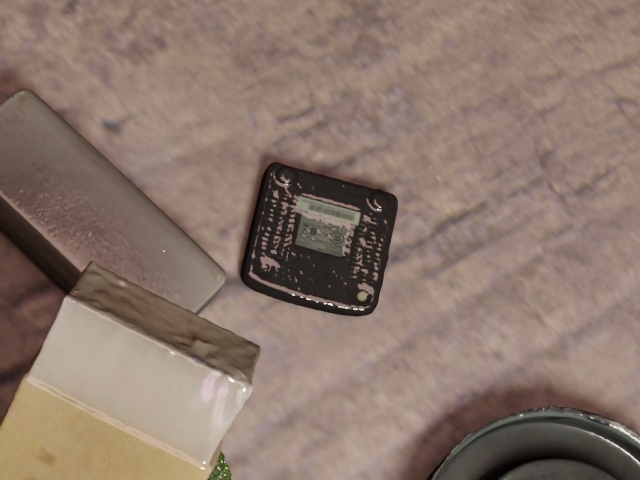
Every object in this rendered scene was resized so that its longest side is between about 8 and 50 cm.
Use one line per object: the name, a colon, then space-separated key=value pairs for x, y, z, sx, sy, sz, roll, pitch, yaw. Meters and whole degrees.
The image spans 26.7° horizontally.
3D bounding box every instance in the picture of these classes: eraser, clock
eraser: x=-0.175 y=0.192 z=0.938 sx=0.144 sy=0.078 sz=0.343 roll=26 pitch=110 yaw=-4
clock: x=0.200 y=0.280 z=1.128 sx=0.281 sy=0.055 sz=0.280 roll=5 pitch=69 yaw=-13

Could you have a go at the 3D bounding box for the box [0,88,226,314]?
box: x=-0.198 y=-0.014 z=1.134 sx=0.244 sy=0.055 sz=0.103 roll=43 pitch=66 yaw=3

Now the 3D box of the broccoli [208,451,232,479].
broccoli: x=-0.130 y=0.176 z=1.043 sx=0.162 sy=0.146 sz=0.138 roll=58 pitch=29 yaw=-3

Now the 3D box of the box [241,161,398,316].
box: x=0.000 y=0.000 z=1.194 sx=0.126 sy=0.027 sz=0.125 roll=15 pitch=68 yaw=-8
